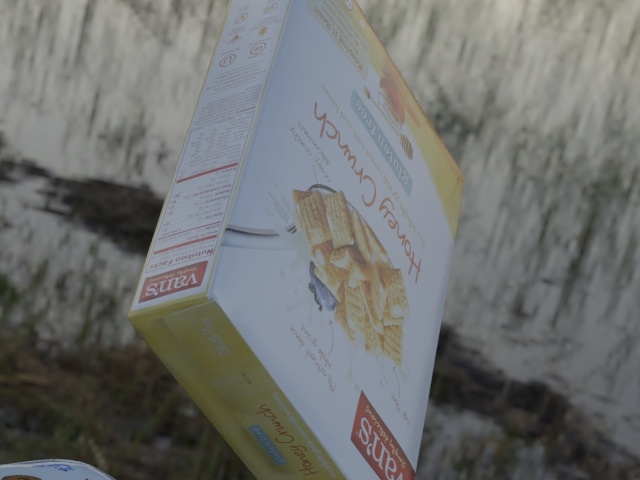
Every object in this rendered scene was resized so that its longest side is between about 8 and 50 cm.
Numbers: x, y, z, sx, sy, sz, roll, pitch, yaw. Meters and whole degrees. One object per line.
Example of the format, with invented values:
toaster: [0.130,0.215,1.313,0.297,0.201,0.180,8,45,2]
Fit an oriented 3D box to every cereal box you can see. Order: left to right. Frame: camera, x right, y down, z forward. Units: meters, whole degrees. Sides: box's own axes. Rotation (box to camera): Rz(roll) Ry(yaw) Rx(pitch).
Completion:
cereal box: [0.000,0.000,0.820,0.047,0.173,0.240,-15,40,26]

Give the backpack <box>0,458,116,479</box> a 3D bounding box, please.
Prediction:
backpack: [-0.182,0.258,1.089,0.276,0.213,0.263,-9,26,-37]
